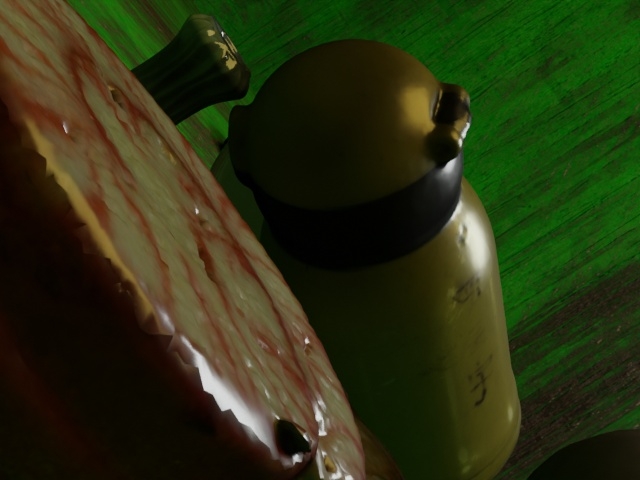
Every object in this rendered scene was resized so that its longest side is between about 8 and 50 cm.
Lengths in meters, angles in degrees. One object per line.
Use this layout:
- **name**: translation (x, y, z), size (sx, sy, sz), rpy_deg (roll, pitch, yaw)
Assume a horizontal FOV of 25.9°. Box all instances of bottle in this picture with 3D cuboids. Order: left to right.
- **bottle**: translation (0.040, 0.020, 0.969), size (0.171, 0.171, 0.351), rpy_deg (-119, -169, -49)

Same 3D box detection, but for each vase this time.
- **vase**: translation (-0.118, -0.085, 0.902), size (0.081, 0.148, 0.081), rpy_deg (57, 4, -6)

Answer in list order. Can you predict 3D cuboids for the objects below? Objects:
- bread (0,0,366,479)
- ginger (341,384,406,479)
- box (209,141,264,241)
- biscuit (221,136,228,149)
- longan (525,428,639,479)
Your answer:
- **bread**: translation (-0.108, 0.005, 0.581), size (0.295, 0.114, 0.327), rpy_deg (60, 6, 30)
- **ginger**: translation (-0.015, 0.135, 0.771), size (0.263, 0.116, 0.109), rpy_deg (54, -40, 47)
- **box**: translation (0.008, -0.014, 1.279), size (0.226, 0.226, 0.149), rpy_deg (57, 4, 5)
- **biscuit**: translation (0.000, 0.000, 2.039), size (0.407, 0.091, 0.407), rpy_deg (57, 4, -6)
- **longan**: translation (0.340, 0.388, 1.429), size (0.404, 0.336, 0.405), rpy_deg (-178, -90, -81)
